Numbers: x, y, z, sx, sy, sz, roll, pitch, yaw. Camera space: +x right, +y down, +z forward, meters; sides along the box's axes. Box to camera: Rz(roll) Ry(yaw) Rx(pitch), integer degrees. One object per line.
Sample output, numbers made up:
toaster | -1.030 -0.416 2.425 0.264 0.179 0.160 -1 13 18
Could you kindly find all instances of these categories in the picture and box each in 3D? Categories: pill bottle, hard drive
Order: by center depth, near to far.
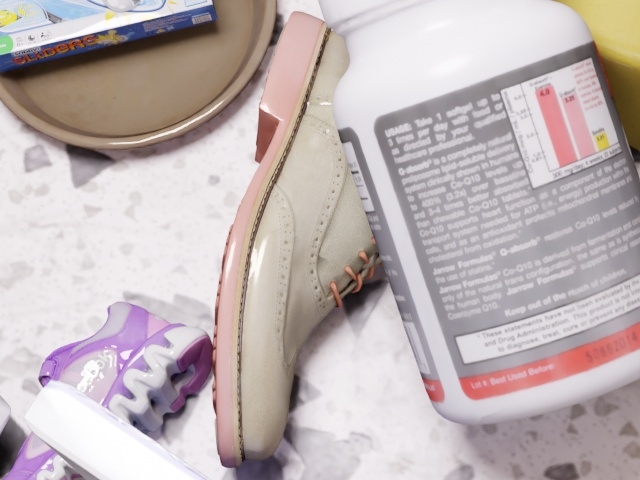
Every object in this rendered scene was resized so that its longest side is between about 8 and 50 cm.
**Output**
hard drive | -0.087 0.206 1.195 0.210 0.318 0.040 32 76 13
pill bottle | 0.131 -0.060 1.268 0.210 0.210 0.363 -19 95 -2

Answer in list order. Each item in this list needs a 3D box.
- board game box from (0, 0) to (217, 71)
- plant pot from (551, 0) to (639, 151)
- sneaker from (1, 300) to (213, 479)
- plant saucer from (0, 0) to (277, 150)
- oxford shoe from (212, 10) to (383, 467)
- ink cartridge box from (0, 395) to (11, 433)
board game box | -0.204 -0.238 1.462 0.201 0.035 0.136 -14 71 -1
plant pot | 0.300 -0.185 1.372 0.187 0.212 0.212 17 73 24
sneaker | -0.198 0.142 1.352 0.104 0.095 0.236 36 73 21
plant saucer | -0.176 -0.206 1.489 0.278 0.041 0.277 -1 72 4
oxford shoe | 0.000 0.000 1.358 0.147 0.140 0.397 12 75 1
ink cartridge box | -0.456 0.229 1.243 0.091 0.308 0.385 26 85 48
